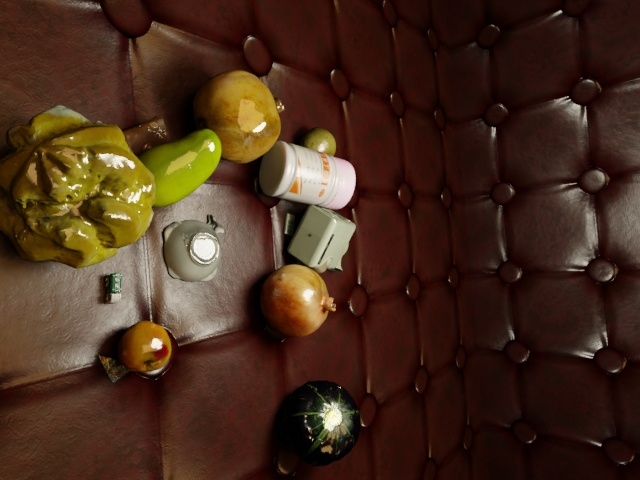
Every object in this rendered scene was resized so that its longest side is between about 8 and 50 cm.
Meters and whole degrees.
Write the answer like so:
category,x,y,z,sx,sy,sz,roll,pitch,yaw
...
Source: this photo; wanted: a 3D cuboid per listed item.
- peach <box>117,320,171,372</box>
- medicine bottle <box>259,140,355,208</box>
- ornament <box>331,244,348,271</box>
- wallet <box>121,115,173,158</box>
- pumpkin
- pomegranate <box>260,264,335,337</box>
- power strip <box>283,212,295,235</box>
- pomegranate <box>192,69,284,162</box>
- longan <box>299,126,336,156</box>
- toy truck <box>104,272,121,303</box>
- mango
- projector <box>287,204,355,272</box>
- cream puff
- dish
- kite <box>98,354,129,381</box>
category,x,y,z,sx,sy,sz,roll,pitch,yaw
peach,-0.478,0.288,1.221,0.138,0.138,0.138,7,81,-48
medicine bottle,-0.047,-0.238,1.662,0.315,0.202,0.202,8,80,-37
ornament,0.075,0.051,1.907,0.074,0.081,0.156,16,72,-8
wallet,-0.518,-0.294,1.310,0.176,0.026,0.095,-39,117,-42
pumpkin,-0.008,0.670,1.650,0.295,0.295,0.296,7,81,-48
pomegranate,-0.072,0.213,1.575,0.229,0.270,0.252,-39,122,-52
power strip,-0.122,-0.062,1.736,0.040,0.016,0.090,18,73,-45
pomegranate,-0.269,-0.388,1.425,0.307,0.307,0.308,7,81,-48
longan,-0.009,-0.367,1.799,0.154,0.145,0.176,-9,90,-20
toy truck,-0.558,0.129,1.207,0.039,0.044,0.083,5,82,-45
mango,-0.412,-0.209,1.282,0.293,0.143,0.175,-37,143,-10
projector,0.000,0.000,1.711,0.177,0.163,0.243,12,107,-56
cream puff,-0.564,-0.117,1.017,0.378,0.275,0.379,1,88,-29
dish,-0.374,0.019,1.400,0.224,0.078,0.246,54,50,-28
kite,-0.552,0.342,1.219,0.122,0.004,0.090,20,71,-46
